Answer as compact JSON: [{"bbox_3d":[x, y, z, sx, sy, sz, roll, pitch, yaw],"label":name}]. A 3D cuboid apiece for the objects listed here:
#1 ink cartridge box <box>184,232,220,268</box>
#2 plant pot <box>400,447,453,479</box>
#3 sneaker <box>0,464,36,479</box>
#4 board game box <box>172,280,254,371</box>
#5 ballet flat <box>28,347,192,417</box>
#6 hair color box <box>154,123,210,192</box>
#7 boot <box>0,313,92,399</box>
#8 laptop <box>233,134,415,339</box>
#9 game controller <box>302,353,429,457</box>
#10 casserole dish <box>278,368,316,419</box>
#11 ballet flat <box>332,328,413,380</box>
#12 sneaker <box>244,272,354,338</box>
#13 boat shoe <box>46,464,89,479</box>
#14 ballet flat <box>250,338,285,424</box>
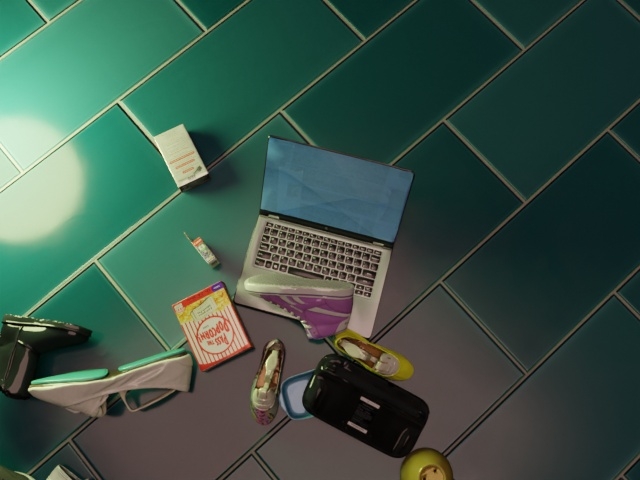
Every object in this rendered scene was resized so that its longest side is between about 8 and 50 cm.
[{"bbox_3d":[-0.319,0.020,1.869,0.029,0.063,0.115,-38,79,-8],"label":"ink cartridge box"},{"bbox_3d":[0.268,0.584,1.715,0.134,0.095,0.134,0,76,0],"label":"plant pot"},{"bbox_3d":[-0.805,0.595,1.683,0.295,0.147,0.105,29,76,5],"label":"sneaker"},{"bbox_3d":[-0.281,0.225,1.821,0.146,0.045,0.194,-28,78,1],"label":"board game box"},{"bbox_3d":[-0.515,0.373,1.736,0.400,0.139,0.139,-10,76,-14],"label":"ballet flat"},{"bbox_3d":[-0.385,-0.229,1.936,0.093,0.053,0.167,-26,76,-8],"label":"hair color box"},{"bbox_3d":[-0.725,0.307,1.781,0.246,0.094,0.207,7,76,4],"label":"boot"},{"bbox_3d":[0.000,0.000,1.787,0.381,0.236,0.408,15,77,4],"label":"laptop"},{"bbox_3d":[0.116,0.420,1.755,0.319,0.067,0.166,29,92,-5],"label":"game controller"},{"bbox_3d":[-0.015,0.394,1.792,0.188,0.037,0.114,-16,77,-3],"label":"casserole dish"},{"bbox_3d":[0.133,0.302,1.787,0.231,0.077,0.077,28,96,3],"label":"ballet flat"},{"bbox_3d":[-0.061,0.177,1.779,0.282,0.102,0.161,8,108,5],"label":"sneaker"},{"bbox_3d":[-0.593,0.622,1.725,0.184,0.066,0.063,26,78,16],"label":"boat shoe"},{"bbox_3d":[-0.136,0.360,1.778,0.076,0.079,0.222,11,77,2],"label":"ballet flat"}]
